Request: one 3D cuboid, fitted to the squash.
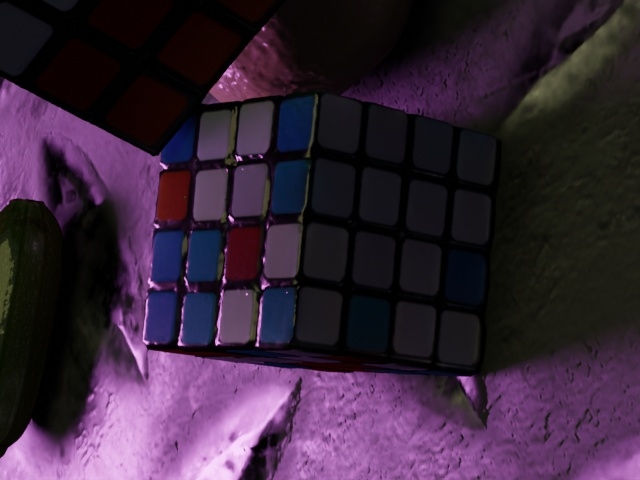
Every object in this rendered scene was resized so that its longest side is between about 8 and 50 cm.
[{"bbox_3d":[-0.251,0.075,1.540,0.077,0.068,0.219,17,95,35],"label":"squash"}]

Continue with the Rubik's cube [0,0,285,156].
[{"bbox_3d":[-0.132,-0.177,1.161,0.163,0.160,0.162,-48,38,20],"label":"Rubik's cube"}]

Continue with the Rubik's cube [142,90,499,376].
[{"bbox_3d":[0.000,0.000,1.177,0.151,0.155,0.154,-3,80,51],"label":"Rubik's cube"}]

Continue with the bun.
[{"bbox_3d":[-0.029,-0.190,1.279,0.222,0.127,0.222,-14,72,50],"label":"bun"}]
